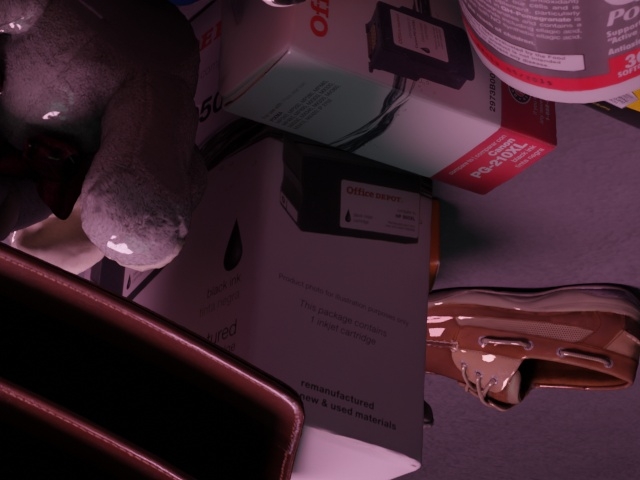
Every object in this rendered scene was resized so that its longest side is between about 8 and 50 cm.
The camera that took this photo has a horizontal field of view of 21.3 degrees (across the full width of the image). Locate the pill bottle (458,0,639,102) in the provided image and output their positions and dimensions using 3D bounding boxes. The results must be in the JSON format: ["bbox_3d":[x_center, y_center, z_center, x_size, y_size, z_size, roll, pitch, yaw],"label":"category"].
[{"bbox_3d":[0.158,-0.237,1.086,0.176,0.176,0.318,-4,154,11],"label":"pill bottle"}]

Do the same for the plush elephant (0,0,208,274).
[{"bbox_3d":[-0.220,-0.081,1.228,0.272,0.330,0.255,38,121,-8],"label":"plush elephant"}]

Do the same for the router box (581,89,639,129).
[{"bbox_3d":[0.325,-0.132,1.442,0.179,0.046,0.133,19,150,-32],"label":"router box"}]

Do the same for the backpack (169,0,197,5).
[{"bbox_3d":[-0.097,-0.225,1.191,0.101,0.120,0.098,-21,147,39],"label":"backpack"}]

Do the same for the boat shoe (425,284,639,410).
[{"bbox_3d":[0.199,0.125,1.898,0.324,0.116,0.123,-7,153,16],"label":"boat shoe"}]

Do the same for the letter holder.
[{"bbox_3d":[-0.181,0.140,1.127,0.302,0.152,0.214,25,141,9],"label":"letter holder"}]

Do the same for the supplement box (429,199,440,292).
[{"bbox_3d":[0.000,0.000,1.699,0.233,0.078,0.080,2,154,-2],"label":"supplement box"}]

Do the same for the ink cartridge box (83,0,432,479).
[{"bbox_3d":[-0.057,0.011,1.366,0.166,0.395,0.285,22,148,-30],"label":"ink cartridge box"}]

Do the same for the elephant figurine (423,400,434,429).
[{"bbox_3d":[0.041,0.125,1.650,0.169,0.186,0.239,23,154,41],"label":"elephant figurine"}]

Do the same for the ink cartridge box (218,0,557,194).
[{"bbox_3d":[0.052,-0.156,1.265,0.237,0.172,0.100,17,150,-28],"label":"ink cartridge box"}]

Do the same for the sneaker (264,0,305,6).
[{"bbox_3d":[-0.007,-0.230,1.131,0.118,0.107,0.279,20,-156,28],"label":"sneaker"}]
